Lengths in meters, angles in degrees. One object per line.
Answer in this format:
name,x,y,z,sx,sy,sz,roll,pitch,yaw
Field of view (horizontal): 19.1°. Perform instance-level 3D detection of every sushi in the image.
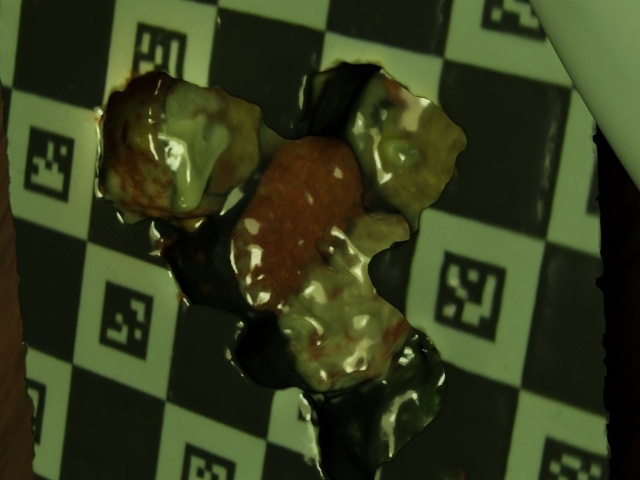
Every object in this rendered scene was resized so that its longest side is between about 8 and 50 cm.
sushi,0.000,0.000,0.878,0.339,0.069,0.320,-2,94,37

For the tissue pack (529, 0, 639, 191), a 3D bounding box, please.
tissue pack,0.229,-0.121,0.612,0.333,0.236,0.229,-34,80,31
